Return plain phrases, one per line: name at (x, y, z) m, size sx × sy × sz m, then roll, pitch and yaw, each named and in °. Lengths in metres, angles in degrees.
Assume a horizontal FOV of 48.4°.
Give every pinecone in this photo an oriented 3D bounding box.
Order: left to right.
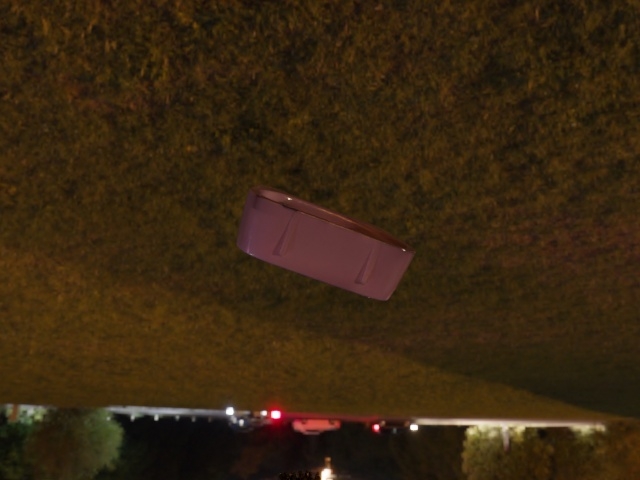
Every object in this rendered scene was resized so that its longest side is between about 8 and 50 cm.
pinecone at (-0.034, 0.392, 1.105) m, size 0.083 × 0.077 × 0.077 m, roll 8°, pitch 161°, yaw 11°

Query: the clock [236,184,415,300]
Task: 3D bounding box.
clock at (0.000, 0.000, 0.633) m, size 0.153 × 0.050 × 0.110 m, roll 20°, pitch -171°, yaw -11°
